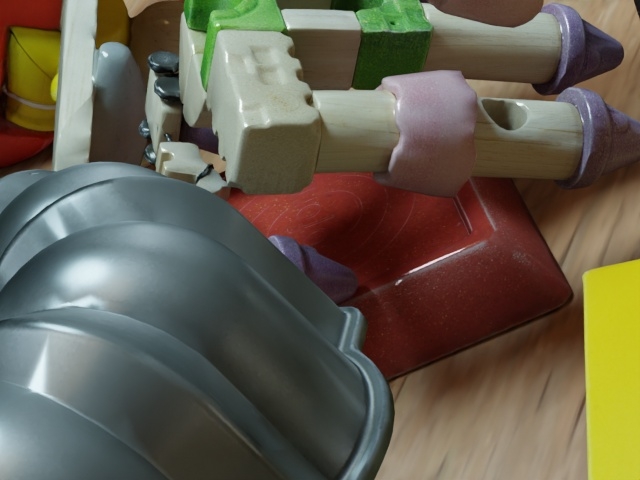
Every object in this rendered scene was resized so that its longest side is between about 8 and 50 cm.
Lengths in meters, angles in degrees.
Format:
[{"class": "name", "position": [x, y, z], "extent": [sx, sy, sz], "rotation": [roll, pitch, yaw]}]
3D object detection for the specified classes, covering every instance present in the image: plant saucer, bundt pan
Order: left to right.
[{"class": "bundt pan", "position": [-0.143, 0.088, 0.466], "extent": [0.331, 0.124, 0.331], "rotation": [-27, 27, 15]}, {"class": "plant saucer", "position": [0.000, 0.000, 0.791], "extent": [0.259, 0.048, 0.258], "rotation": [-24, 33, 6]}]

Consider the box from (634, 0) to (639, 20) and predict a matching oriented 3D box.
[{"class": "box", "position": [0.213, -0.221, 0.635], "extent": [0.143, 0.381, 0.191], "rotation": [-22, 33, 13]}]

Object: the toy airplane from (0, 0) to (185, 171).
[{"class": "toy airplane", "position": [-0.194, -0.217, 1.019], "extent": [0.384, 0.272, 0.386], "rotation": [14, 83, 61]}]

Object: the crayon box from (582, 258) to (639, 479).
[{"class": "crayon box", "position": [0.249, 0.129, 0.384], "extent": [0.313, 0.106, 0.363], "rotation": [-14, 35, 22]}]

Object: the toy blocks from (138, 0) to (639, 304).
[{"class": "toy blocks", "position": [0.053, -0.113, 0.715], "extent": [0.260, 0.309, 0.288], "rotation": [0, 42, -18]}]
